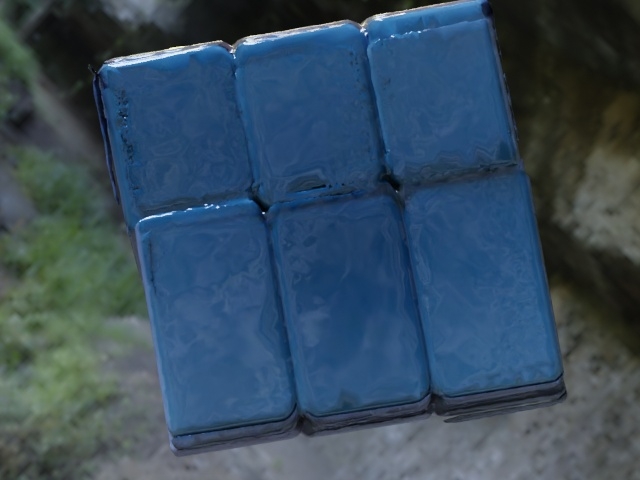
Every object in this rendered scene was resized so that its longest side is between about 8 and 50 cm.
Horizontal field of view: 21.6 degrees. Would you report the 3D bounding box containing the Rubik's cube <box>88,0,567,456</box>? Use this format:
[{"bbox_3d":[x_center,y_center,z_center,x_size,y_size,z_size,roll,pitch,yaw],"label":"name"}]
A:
[{"bbox_3d":[0.000,0.000,1.000,0.221,0.224,0.231,131,-51,-85],"label":"Rubik's cube"}]
